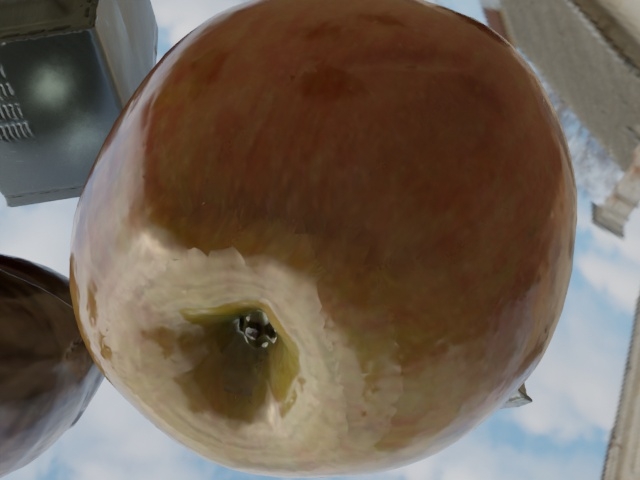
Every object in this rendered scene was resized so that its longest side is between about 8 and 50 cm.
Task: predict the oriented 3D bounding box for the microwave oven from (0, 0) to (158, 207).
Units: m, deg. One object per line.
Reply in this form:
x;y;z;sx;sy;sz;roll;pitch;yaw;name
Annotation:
-0.413;-0.328;1.532;0.236;0.374;0.432;-8;-133;1;microwave oven

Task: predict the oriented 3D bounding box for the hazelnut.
-0.443;0.156;1.228;0.372;0.372;0.315;-12;-87;-41;hazelnut

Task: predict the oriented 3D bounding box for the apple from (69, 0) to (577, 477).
0.000;0.000;0.766;0.391;0.391;0.346;27;-138;-2;apple

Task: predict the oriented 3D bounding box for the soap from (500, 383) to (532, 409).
0.182;0.211;1.696;0.258;0.302;0.159;35;-135;-45;soap
